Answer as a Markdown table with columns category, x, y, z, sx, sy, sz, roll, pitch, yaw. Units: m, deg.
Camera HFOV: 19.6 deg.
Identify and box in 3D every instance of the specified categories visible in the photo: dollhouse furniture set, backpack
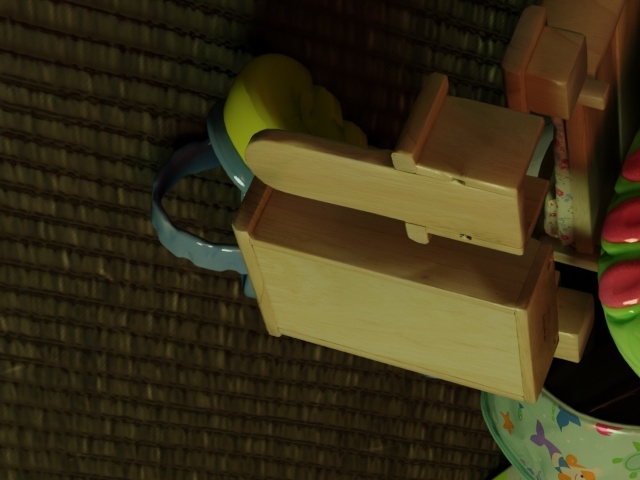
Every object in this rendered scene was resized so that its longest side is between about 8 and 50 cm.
| category | x | y | z | sx | sy | sz | roll | pitch | yaw |
| --- | --- | --- | --- | --- | --- | --- | --- | --- | --- |
| dollhouse furniture set | 0.098 | -0.106 | 1.101 | 0.173 | 0.355 | 0.303 | 14 | 151 | 18 |
| backpack | 0.238 | 0.097 | 1.284 | 0.253 | 0.225 | 0.191 | -10 | 128 | -22 |

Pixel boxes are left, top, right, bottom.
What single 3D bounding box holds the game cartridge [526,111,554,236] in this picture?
| category | x | y | z | sx | sy | sz | roll | pitch | yaw |
| --- | --- | --- | --- | --- | --- | --- | --- | --- | --- |
| game cartridge | 0.227 | 0.001 | 1.388 | 0.196 | 0.060 | 0.294 | -30 | 134 | 7 |

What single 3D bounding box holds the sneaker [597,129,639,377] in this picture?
| category | x | y | z | sx | sy | sz | roll | pitch | yaw |
| --- | --- | --- | --- | --- | --- | --- | --- | --- | --- |
| sneaker | 0.311 | -0.102 | 1.170 | 0.483 | 0.185 | 0.202 | -60 | 151 | -15 |

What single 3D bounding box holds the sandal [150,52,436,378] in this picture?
| category | x | y | z | sx | sy | sz | roll | pitch | yaw |
| --- | --- | --- | --- | --- | --- | --- | --- | --- | --- |
| sandal | 0.000 | 0.000 | 1.251 | 0.138 | 0.126 | 0.317 | -27 | 134 | 22 |

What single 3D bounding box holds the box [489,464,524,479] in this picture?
| category | x | y | z | sx | sy | sz | roll | pitch | yaw |
| --- | --- | --- | --- | --- | --- | --- | --- | --- | --- |
| box | 0.217 | 0.192 | 1.516 | 0.109 | 0.042 | 0.178 | 15 | 139 | -33 |
